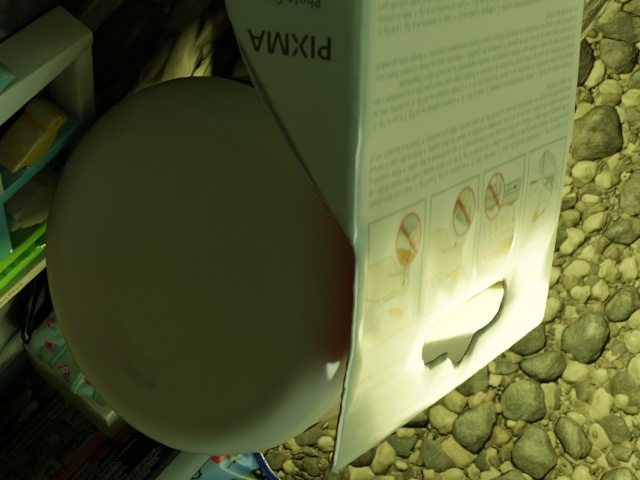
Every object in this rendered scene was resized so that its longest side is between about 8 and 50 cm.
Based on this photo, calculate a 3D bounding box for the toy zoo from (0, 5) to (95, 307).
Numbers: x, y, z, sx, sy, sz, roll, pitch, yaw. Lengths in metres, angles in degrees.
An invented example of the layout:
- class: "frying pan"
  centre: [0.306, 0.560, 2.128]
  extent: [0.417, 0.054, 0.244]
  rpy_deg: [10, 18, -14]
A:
- class: "toy zoo"
  centre: [-0.215, -0.025, 0.812]
  extent: [0.192, 0.030, 0.293]
  rpy_deg: [-46, 169, -23]

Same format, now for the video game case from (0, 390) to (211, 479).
- class: "video game case"
  centre: [-0.200, 0.192, 1.224]
  extent: [0.275, 0.035, 0.248]
  rpy_deg: [-46, -150, -22]

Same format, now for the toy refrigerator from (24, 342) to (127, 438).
- class: "toy refrigerator"
  centre: [-0.136, 0.045, 1.208]
  extent: [0.269, 0.102, 0.094]
  rpy_deg: [-47, 170, -19]

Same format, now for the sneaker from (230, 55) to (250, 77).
- class: "sneaker"
  centre: [-0.003, -0.172, 1.041]
  extent: [0.258, 0.094, 0.091]
  rpy_deg: [138, -34, -60]

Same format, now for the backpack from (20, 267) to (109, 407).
- class: "backpack"
  centre: [-0.158, 0.044, 1.073]
  extent: [0.182, 0.115, 0.152]
  rpy_deg: [-50, 172, 4]

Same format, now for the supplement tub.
- class: "supplement tub"
  centre: [0.000, 0.000, 0.930]
  extent: [0.331, 0.241, 0.241]
  rpy_deg: [-13, 143, -57]

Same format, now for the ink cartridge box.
- class: "ink cartridge box"
  centre: [0.061, -0.099, 0.777]
  extent: [0.308, 0.091, 0.385]
  rpy_deg: [-24, 122, -56]

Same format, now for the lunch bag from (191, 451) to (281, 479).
- class: "lunch bag"
  centre: [-0.224, 0.260, 1.298]
  extent: [0.293, 0.138, 0.221]
  rpy_deg: [-38, -152, -25]
